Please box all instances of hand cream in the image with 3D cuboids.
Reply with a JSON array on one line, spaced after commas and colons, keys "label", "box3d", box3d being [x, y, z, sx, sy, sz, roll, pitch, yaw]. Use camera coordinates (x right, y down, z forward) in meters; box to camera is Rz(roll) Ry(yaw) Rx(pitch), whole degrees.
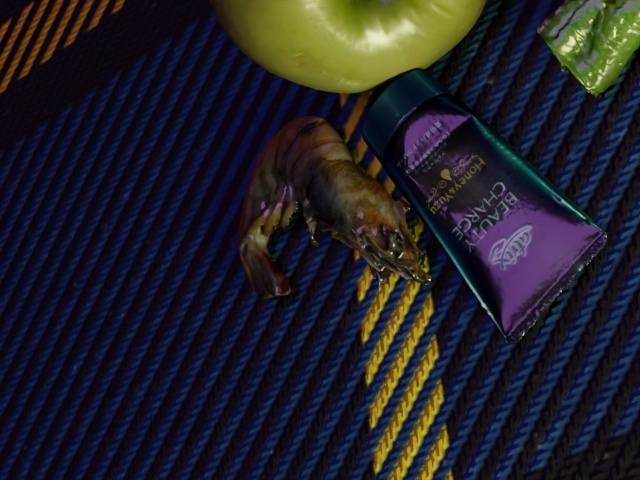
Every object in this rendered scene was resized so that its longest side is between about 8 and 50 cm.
[{"label": "hand cream", "box3d": [0.132, -0.038, 1.681, 0.120, 0.061, 0.270, -48, 51, 12]}]

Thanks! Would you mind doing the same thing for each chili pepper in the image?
[{"label": "chili pepper", "box3d": [0.307, -0.268, 1.576, 0.359, 0.076, 0.085, -51, 62, 24]}]

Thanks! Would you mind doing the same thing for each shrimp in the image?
[{"label": "shrimp", "box3d": [0.000, 0.000, 1.803, 0.169, 0.058, 0.296, -62, 36, 17]}]

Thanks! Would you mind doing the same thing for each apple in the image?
[{"label": "apple", "box3d": [0.017, -0.268, 1.779, 0.279, 0.279, 0.279, -23, 56, 39]}]
